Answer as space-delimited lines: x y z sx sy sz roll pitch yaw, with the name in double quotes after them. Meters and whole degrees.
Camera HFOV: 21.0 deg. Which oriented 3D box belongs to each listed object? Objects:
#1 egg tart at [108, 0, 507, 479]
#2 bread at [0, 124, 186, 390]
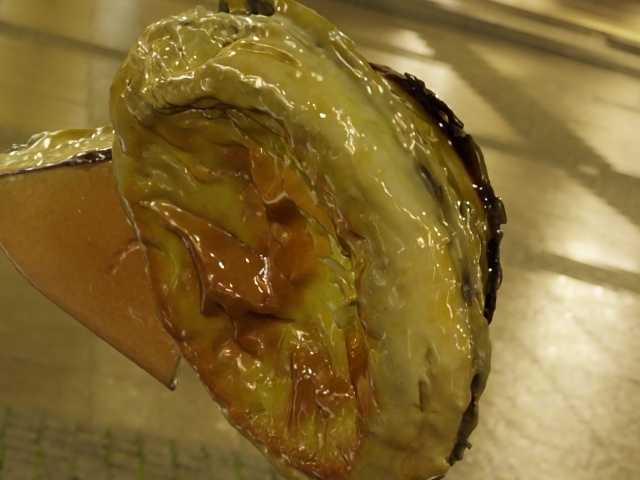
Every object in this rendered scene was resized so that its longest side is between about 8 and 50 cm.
0.000 0.000 0.738 0.106 0.241 0.241 -25 34 -30 "egg tart"
-0.091 -0.039 0.931 0.169 0.160 0.140 38 17 -2 "bread"
